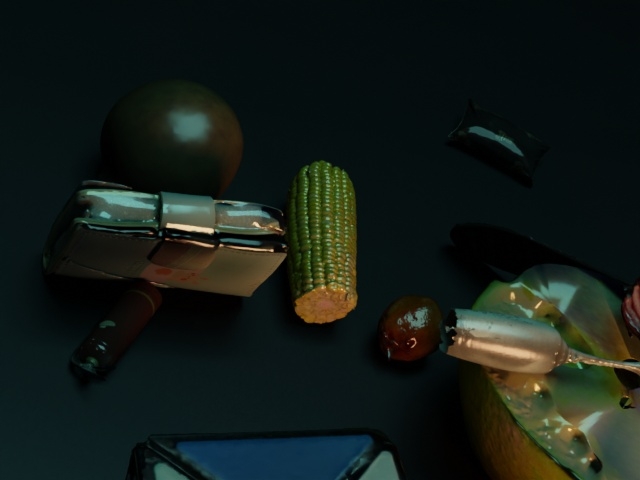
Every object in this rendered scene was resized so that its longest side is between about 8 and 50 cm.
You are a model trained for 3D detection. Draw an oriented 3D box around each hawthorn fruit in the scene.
[{"bbox_3d":[0.106,0.111,1.725,0.093,0.081,0.081,-24,60,-43],"label":"hawthorn fruit"}]

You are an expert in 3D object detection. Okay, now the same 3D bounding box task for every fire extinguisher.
[{"bbox_3d":[-0.230,0.103,1.569,0.064,0.043,0.158,5,33,21],"label":"fire extinguisher"}]

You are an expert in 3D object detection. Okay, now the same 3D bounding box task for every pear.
[{"bbox_3d":[0.321,0.221,1.651,0.399,0.165,0.399,16,38,-13],"label":"pear"}]

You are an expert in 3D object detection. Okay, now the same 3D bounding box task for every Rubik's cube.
[{"bbox_3d":[-0.050,0.329,1.232,0.250,0.248,0.246,0,45,-17],"label":"Rubik's cube"}]

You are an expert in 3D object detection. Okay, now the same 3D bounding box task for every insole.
[{"bbox_3d":[0.303,0.039,1.847,0.309,0.110,0.012,23,63,28],"label":"insole"}]

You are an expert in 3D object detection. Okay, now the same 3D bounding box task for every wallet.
[{"bbox_3d":[-0.176,0.006,1.608,0.250,0.176,0.075,8,64,-22],"label":"wallet"}]

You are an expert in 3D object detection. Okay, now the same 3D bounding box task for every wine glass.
[{"bbox_3d":[0.251,0.120,1.536,0.262,0.074,0.074,12,41,-13],"label":"wine glass"}]

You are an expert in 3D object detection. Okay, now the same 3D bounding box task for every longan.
[{"bbox_3d":[-0.196,-0.108,1.744,0.204,0.159,0.185,-45,52,-11],"label":"longan"}]

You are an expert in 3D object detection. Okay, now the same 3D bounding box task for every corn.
[{"bbox_3d":[0.000,0.000,1.775,0.093,0.093,0.244,16,40,-13],"label":"corn"}]

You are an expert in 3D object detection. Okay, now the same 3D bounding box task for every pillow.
[{"bbox_3d":[0.273,-0.150,2.133,0.150,0.048,0.090,31,36,1],"label":"pillow"}]

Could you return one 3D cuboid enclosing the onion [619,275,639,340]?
[{"bbox_3d":[0.493,0.065,1.638,0.206,0.216,0.207,51,26,12],"label":"onion"}]
